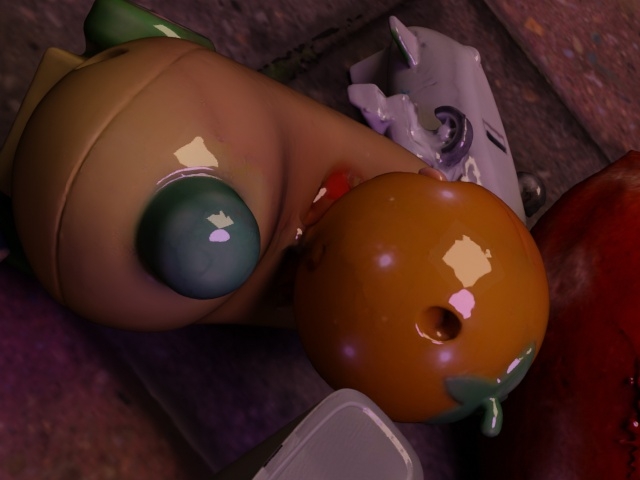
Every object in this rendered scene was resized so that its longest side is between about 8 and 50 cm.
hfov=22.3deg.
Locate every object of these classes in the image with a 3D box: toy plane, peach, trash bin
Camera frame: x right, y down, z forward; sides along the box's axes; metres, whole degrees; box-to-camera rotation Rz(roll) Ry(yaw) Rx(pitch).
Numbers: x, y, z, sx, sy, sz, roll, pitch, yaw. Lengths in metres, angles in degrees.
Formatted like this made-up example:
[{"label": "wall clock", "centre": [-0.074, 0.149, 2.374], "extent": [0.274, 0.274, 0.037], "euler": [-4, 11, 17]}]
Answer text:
[{"label": "toy plane", "centre": [0.069, -0.049, 0.925], "extent": [0.174, 0.080, 0.174], "euler": [50, 25, -33]}, {"label": "peach", "centre": [0.173, 0.066, 0.825], "extent": [0.159, 0.154, 0.267], "euler": [18, 71, -30]}, {"label": "trash bin", "centre": [-0.036, 0.126, 0.624], "extent": [0.059, 0.130, 0.116], "euler": [49, 37, -3]}]

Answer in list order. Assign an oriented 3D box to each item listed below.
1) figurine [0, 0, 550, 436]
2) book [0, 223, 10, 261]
[{"label": "figurine", "centre": [0.000, 0.000, 0.712], "extent": [0.222, 0.124, 0.324], "euler": [27, 6, 35]}, {"label": "book", "centre": [-0.274, -0.111, 0.614], "extent": [0.228, 0.018, 0.322], "euler": [-15, 70, -34]}]
